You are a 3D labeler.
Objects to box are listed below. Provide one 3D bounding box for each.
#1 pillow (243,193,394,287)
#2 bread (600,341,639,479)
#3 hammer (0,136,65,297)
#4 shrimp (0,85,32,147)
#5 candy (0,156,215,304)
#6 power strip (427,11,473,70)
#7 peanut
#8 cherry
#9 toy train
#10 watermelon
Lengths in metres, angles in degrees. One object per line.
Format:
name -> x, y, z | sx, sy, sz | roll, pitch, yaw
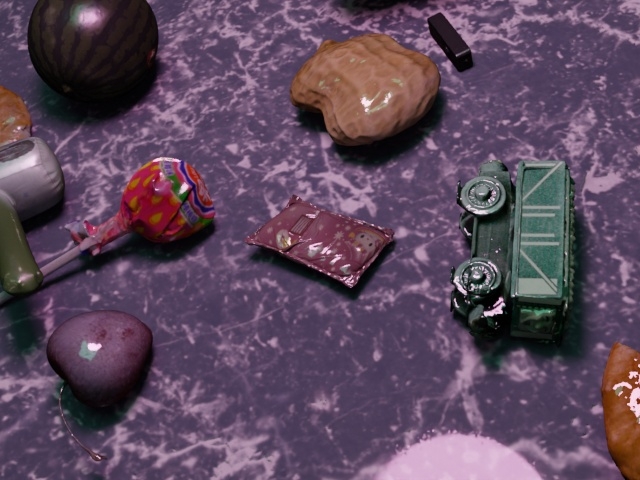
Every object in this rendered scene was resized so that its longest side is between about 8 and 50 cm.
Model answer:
pillow -> 0.000, 0.000, 1.573 | 0.185, 0.043, 0.118 | 25, 56, 26
bread -> 0.395, 0.235, 1.234 | 0.134, 0.129, 0.260 | -41, 52, -16
hammer -> -0.448, -0.016, 1.620 | 0.206, 0.119, 0.335 | -24, 41, -9
shrimp -> -0.678, -0.117, 1.823 | 0.444, 0.085, 0.272 | -20, 56, -6
candy -> -0.326, 0.005, 1.629 | 0.365, 0.124, 0.124 | -31, 51, 4
power strip -> 0.202, -0.311, 1.764 | 0.029, 0.038, 0.111 | -25, 50, -4
peanut -> 0.061, -0.234, 1.695 | 0.196, 0.110, 0.233 | -39, 55, -16
cherry -> -0.270, 0.171, 1.477 | 0.148, 0.115, 0.188 | -12, 46, -48
toy train -> 0.248, 0.012, 1.458 | 0.154, 0.115, 0.270 | 5, 54, 7
watermelon -> -0.365, -0.323, 1.812 | 0.212, 0.212, 0.212 | -7, 52, 9
